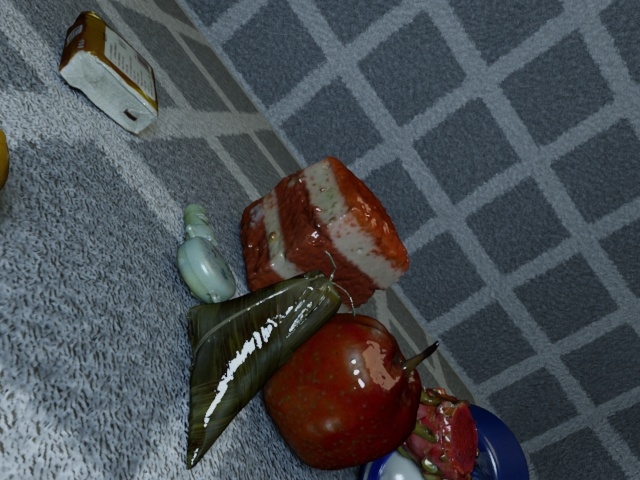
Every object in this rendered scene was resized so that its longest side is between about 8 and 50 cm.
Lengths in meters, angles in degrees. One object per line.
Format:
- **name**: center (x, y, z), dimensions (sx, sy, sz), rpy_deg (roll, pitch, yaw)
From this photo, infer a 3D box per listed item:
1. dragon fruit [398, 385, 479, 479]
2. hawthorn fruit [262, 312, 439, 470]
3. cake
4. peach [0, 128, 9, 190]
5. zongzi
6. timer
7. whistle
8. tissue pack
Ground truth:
- **dragon fruit**: center (0.200, 0.326, 0.740), dimensions (0.133, 0.150, 0.207), rpy_deg (48, 1, -41)
- **hawthorn fruit**: center (0.061, 0.225, 0.692), dimensions (0.254, 0.300, 0.254), rpy_deg (50, 18, -22)
- **cake**: center (0.000, 0.000, 0.977), dimensions (0.270, 0.320, 0.269), rpy_deg (44, 19, -39)
- **peach**: center (-0.361, -0.078, 0.368), dimensions (0.138, 0.138, 0.138), rpy_deg (50, 15, -18)
- **zongzi**: center (-0.064, 0.159, 0.573), dimensions (0.241, 0.248, 0.111), rpy_deg (-105, 172, -49)
- **timer**: center (0.221, 0.471, 0.848), dimensions (0.384, 0.270, 0.270), rpy_deg (22, 33, -41)
- **whistle**: center (-0.215, 0.023, 0.753), dimensions (0.126, 0.067, 0.258), rpy_deg (59, 3, -46)
- **tissue pack**: center (-0.427, -0.349, 0.859), dimensions (0.183, 0.092, 0.226), rpy_deg (40, 21, -46)
